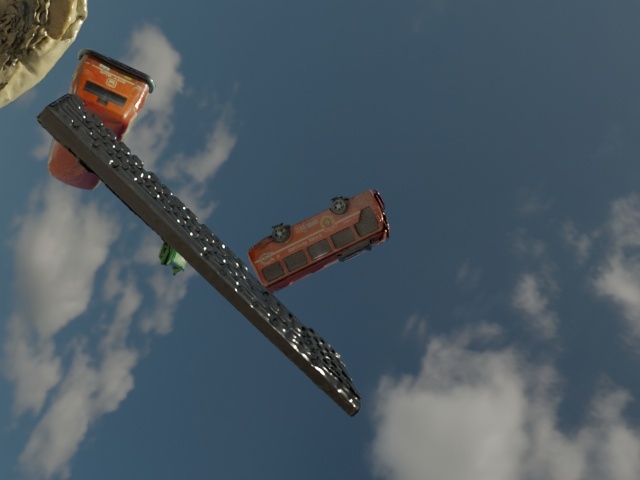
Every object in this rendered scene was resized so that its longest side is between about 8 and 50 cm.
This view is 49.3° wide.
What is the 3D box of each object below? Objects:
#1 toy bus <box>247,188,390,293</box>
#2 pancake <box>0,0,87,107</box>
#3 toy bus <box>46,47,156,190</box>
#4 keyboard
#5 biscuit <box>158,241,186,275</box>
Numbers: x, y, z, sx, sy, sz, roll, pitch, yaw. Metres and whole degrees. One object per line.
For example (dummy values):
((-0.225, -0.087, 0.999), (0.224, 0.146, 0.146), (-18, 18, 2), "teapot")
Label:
((0.000, 0.000, 1.125), (0.235, 0.073, 0.096), (-24, -104, -1), "toy bus")
((-0.347, -0.227, 0.644), (0.283, 0.049, 0.282), (0, -100, 2), "pancake")
((-0.370, -0.180, 1.131), (0.265, 0.121, 0.119), (-40, -146, 51), "toy bus")
((-0.052, 0.009, 0.342), (0.013, 0.204, 0.061), (-42, -160, 4), "keyboard")
((-0.119, 0.003, 0.582), (0.089, 0.016, 0.046), (109, -2, -80), "biscuit")
